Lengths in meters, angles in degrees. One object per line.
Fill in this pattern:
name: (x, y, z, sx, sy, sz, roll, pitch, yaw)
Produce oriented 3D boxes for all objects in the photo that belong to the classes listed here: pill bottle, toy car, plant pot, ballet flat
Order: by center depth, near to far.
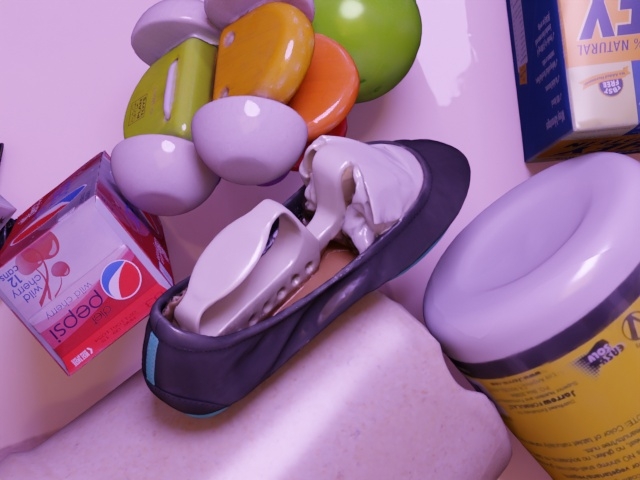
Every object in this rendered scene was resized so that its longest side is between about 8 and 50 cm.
ballet flat: (0.000, 0.000, 0.785, 0.095, 0.096, 0.280, 29, 58, 32)
toy car: (-0.053, -0.093, 0.865, 0.182, 0.136, 0.159, -18, 57, 38)
plant pot: (-0.044, 0.184, 0.873, 0.334, 0.334, 0.305, 44, 76, 2)
pill bottle: (0.241, 0.114, 0.895, 0.188, 0.188, 0.334, -42, 108, -3)

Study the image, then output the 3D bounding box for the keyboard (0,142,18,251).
keyboard: (-0.294, 0.006, 1.009, 0.108, 0.023, 0.180, 9, 87, 6)

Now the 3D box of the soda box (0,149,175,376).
soda box: (-0.166, 0.007, 0.884, 0.092, 0.263, 0.083, -38, 103, 0)

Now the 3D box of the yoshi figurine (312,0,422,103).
yoshi figurine: (0.031, -0.253, 0.947, 0.203, 0.203, 0.362, 14, 94, -10)

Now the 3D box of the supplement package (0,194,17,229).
supplement package: (-0.385, -0.023, 0.934, 0.203, 0.149, 0.194, 40, 89, 8)

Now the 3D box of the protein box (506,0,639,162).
protein box: (0.224, -0.173, 0.937, 0.136, 0.200, 0.201, -6, 87, -1)
